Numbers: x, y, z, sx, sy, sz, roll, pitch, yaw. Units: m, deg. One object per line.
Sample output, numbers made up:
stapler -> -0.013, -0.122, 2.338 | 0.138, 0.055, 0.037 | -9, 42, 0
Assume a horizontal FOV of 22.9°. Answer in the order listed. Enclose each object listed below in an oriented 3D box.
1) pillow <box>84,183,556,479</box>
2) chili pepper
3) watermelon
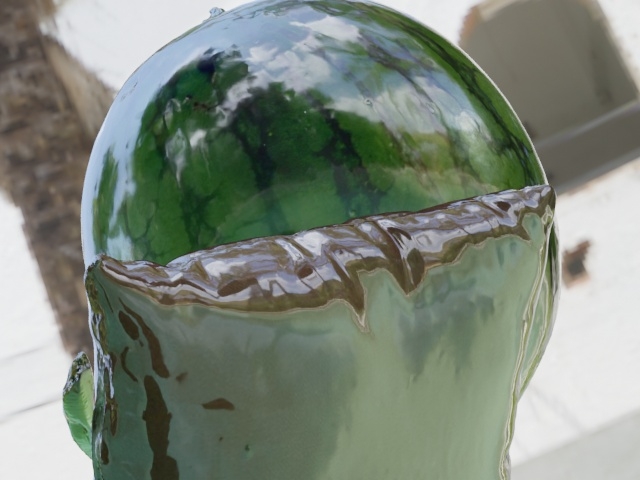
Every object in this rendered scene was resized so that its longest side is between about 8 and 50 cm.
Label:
pillow -> 0.004, 0.128, 0.840 | 0.305, 0.108, 0.307 | -13, -67, -39
chili pepper -> -0.216, 0.181, 1.539 | 0.050, 0.052, 0.201 | -19, -37, 1
watermelon -> 0.000, 0.000, 1.112 | 0.363, 0.363, 0.363 | -18, -24, -8
